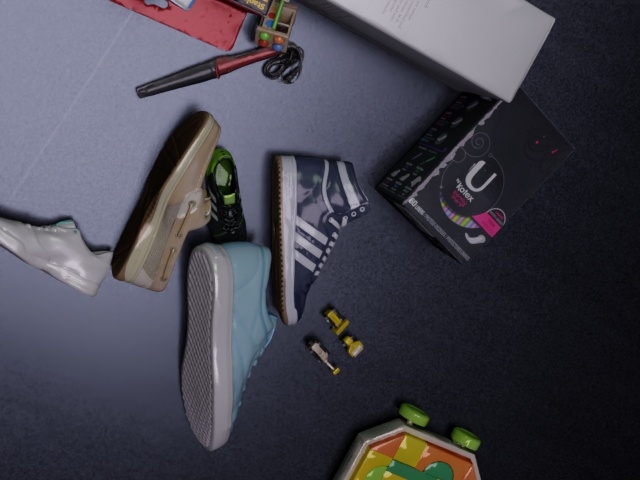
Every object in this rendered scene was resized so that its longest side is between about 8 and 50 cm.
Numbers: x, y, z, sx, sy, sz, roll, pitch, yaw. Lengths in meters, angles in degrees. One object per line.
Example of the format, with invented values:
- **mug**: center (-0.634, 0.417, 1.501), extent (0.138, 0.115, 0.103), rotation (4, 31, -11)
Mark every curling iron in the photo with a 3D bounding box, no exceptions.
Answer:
- **curling iron**: center (-0.152, -0.260, 1.655), extent (0.274, 0.035, 0.068), rotation (-13, 106, -13)

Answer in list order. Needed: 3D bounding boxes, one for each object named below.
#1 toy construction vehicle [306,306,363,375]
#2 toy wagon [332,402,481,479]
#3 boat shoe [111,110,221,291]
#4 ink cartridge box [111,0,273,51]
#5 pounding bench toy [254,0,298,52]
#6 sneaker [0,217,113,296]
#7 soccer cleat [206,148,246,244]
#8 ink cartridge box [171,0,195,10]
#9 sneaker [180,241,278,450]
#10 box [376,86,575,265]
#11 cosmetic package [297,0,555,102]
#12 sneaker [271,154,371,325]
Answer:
- **toy construction vehicle**: center (0.020, 0.174, 1.815), extent (0.086, 0.035, 0.098), rotation (-48, 113, -12)
- **toy wagon**: center (0.192, 0.459, 1.911), extent (0.345, 0.068, 0.267), rotation (26, 95, -20)
- **boat shoe**: center (-0.222, -0.058, 1.651), extent (0.098, 0.109, 0.302), rotation (23, 102, -25)
- **ink cartridge box**: center (-0.203, -0.452, 1.545), extent (0.310, 0.130, 0.271), rotation (20, 98, -20)
- **pounding bench toy**: center (-0.068, -0.335, 1.619), extent (0.052, 0.083, 0.065), rotation (16, 72, -2)
- **sneaker**: center (-0.421, 0.000, 1.631), extent (0.212, 0.080, 0.094), rotation (33, 81, -27)
- **soccer cleat**: center (-0.151, -0.057, 1.685), extent (0.060, 0.072, 0.178), rotation (-11, 106, -13)
- **ink cartridge box**: center (-0.178, -0.387, 1.398), extent (0.082, 0.190, 0.139), rotation (33, 95, -20)
- **sneaker**: center (-0.133, 0.174, 1.714), extent (0.150, 0.135, 0.365), rotation (-8, 118, -30)
- **box**: center (0.254, -0.119, 1.747), extent (0.165, 0.143, 0.270), rotation (43, 89, -21)
- **cosmetic package**: center (0.136, -0.367, 1.617), extent (0.385, 0.217, 0.156), rotation (24, 96, -21)
- **sneaker**: center (0.000, 0.000, 1.728), extent (0.153, 0.099, 0.282), rotation (-2, 101, -13)
